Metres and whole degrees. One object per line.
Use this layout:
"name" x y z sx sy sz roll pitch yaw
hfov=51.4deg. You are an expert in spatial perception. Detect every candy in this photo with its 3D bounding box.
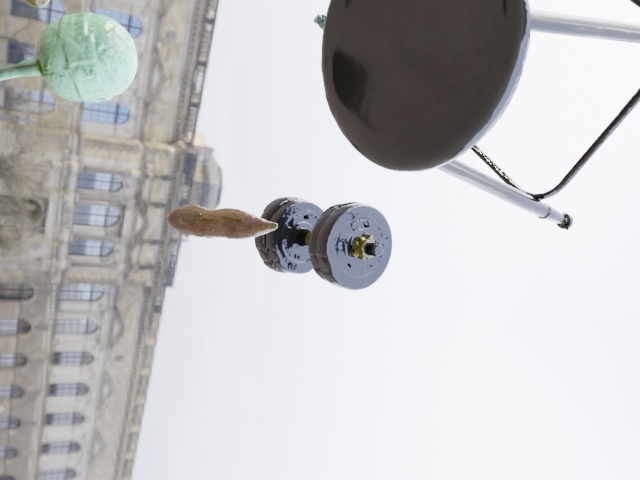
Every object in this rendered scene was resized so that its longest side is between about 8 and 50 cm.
"candy" -0.461 -0.209 0.868 0.119 0.439 0.119 167 -90 -82

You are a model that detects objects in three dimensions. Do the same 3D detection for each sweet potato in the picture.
"sweet potato" -0.172 -0.028 1.101 0.218 0.065 0.051 7 -63 25

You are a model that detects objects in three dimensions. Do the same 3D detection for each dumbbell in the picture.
"dumbbell" 0.000 0.000 1.459 0.388 0.185 0.185 9 -85 54

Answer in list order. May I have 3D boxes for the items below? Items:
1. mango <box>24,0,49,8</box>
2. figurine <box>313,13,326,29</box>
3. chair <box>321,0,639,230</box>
"mango" -0.506 -0.518 1.229 0.085 0.102 0.184 11 -106 62
"figurine" 0.025 -0.523 1.633 0.047 0.060 0.106 -41 -135 0
"chair" 0.242 -0.254 0.927 0.365 0.410 0.362 53 -52 28
